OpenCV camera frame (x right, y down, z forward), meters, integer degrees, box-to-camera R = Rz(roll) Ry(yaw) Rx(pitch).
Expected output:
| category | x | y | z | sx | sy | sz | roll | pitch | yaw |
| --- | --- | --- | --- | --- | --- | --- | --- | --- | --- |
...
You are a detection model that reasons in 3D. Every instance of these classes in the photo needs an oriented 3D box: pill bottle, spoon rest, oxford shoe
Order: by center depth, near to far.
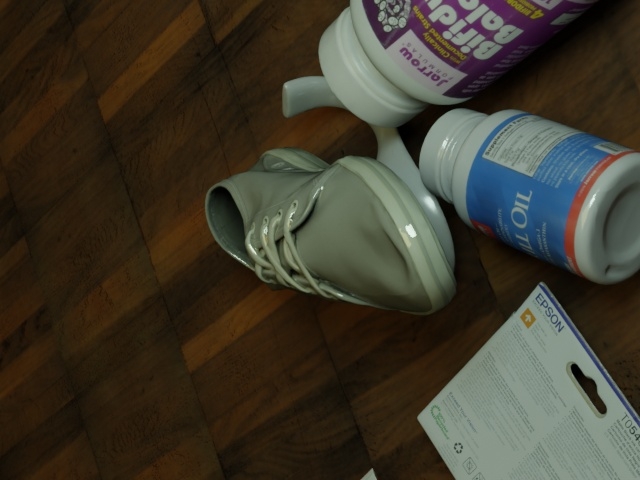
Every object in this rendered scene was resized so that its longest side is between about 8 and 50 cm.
| category | x | y | z | sx | sy | sz | roll | pitch | yaw |
| --- | --- | --- | --- | --- | --- | --- | --- | --- | --- |
| pill bottle | 0.200 | -0.050 | 1.446 | 0.221 | 0.124 | 0.124 | 25 | 111 | 44 |
| pill bottle | 0.135 | -0.232 | 1.470 | 0.301 | 0.169 | 0.169 | -38 | 65 | 42 |
| oxford shoe | 0.000 | 0.000 | 1.547 | 0.449 | 0.130 | 0.169 | 22 | 136 | 65 |
| spoon rest | 0.064 | -0.070 | 1.618 | 0.276 | 0.084 | 0.137 | 54 | 161 | 25 |

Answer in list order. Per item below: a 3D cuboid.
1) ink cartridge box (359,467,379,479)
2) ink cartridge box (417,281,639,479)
| category | x | y | z | sx | sy | sz | roll | pitch | yaw |
| --- | --- | --- | --- | --- | --- | --- | --- | --- | --- |
| ink cartridge box | 0.074 | 0.306 | 1.676 | 0.063 | 0.029 | 0.115 | -50 | 57 | 38 |
| ink cartridge box | 0.219 | 0.190 | 1.498 | 0.224 | 0.045 | 0.223 | -52 | 57 | 35 |
